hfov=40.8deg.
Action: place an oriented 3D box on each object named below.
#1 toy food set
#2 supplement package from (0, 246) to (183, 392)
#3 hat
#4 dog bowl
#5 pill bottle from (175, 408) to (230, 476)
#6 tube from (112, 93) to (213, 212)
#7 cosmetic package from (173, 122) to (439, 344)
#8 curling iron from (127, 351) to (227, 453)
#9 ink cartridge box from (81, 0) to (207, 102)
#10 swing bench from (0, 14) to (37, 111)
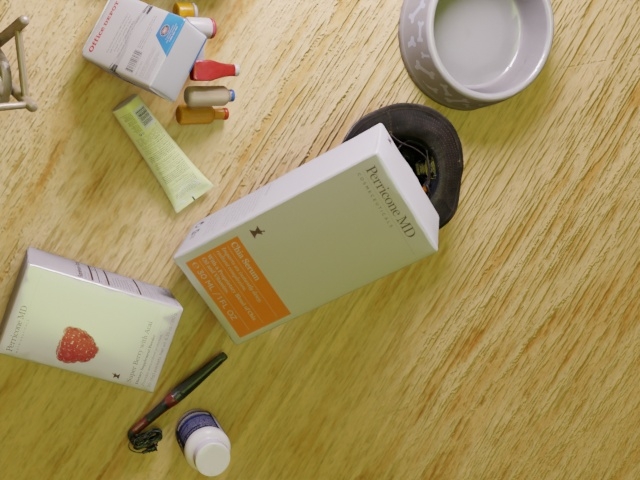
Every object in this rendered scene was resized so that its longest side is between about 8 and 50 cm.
[{"bbox_3d":[-0.219,-0.342,1.664,0.104,0.111,0.232,-7,100,-31],"label":"toy food set"},{"bbox_3d":[-0.438,0.150,1.628,0.293,0.175,0.177,19,93,-21],"label":"supplement package"},{"bbox_3d":[0.136,-0.138,1.810,0.331,0.134,0.331,-6,103,-27],"label":"hat"},{"bbox_3d":[0.345,-0.452,1.845,0.349,0.102,0.349,-4,101,-19],"label":"dog bowl"},{"bbox_3d":[-0.236,0.413,1.745,0.094,0.169,0.094,-3,99,-19],"label":"pill bottle"},{"bbox_3d":[-0.314,-0.172,1.687,0.070,0.062,0.240,-20,117,30],"label":"tube"},{"bbox_3d":[-0.025,-0.005,1.647,0.453,0.161,0.230,-27,109,20],"label":"cosmetic package"},{"bbox_3d":[-0.294,0.333,1.785,0.274,0.035,0.068,-48,114,-6],"label":"curling iron"},{"bbox_3d":[-0.324,-0.355,1.577,0.140,0.190,0.082,-62,149,0],"label":"ink cartridge box"},{"bbox_3d":[-0.641,-0.293,1.413,0.253,0.254,0.165,-13,110,-38],"label":"swing bench"}]
